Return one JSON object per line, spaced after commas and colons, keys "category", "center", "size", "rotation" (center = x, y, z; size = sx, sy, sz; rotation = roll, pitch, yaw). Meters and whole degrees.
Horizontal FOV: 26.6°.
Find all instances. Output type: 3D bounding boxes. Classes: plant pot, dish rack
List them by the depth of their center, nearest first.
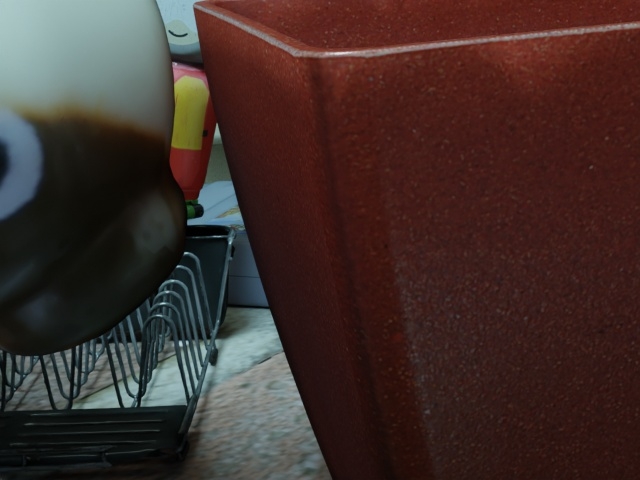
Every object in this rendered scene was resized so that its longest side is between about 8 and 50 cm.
{"category": "plant pot", "center": [0.107, 0.019, 0.533], "size": [0.267, 0.235, 0.267], "rotation": [-7, 14, -11]}
{"category": "dish rack", "center": [-0.158, 0.058, 0.772], "size": [0.208, 0.074, 0.271], "rotation": [-3, 14, 2]}

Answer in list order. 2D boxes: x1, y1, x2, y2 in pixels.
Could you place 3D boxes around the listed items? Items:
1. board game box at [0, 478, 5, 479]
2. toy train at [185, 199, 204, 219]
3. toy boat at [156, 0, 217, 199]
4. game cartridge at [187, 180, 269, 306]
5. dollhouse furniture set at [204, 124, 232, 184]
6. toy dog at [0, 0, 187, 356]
{"category": "board game box", "center": [-0.162, 0.090, 0.414], "size": [0.145, 0.027, 0.281], "rotation": [23, -23, -31]}
{"category": "toy train", "center": [-0.109, -0.016, 0.874], "size": [0.024, 0.017, 0.083], "rotation": [21, 24, 40]}
{"category": "toy boat", "center": [0.004, -0.099, 0.919], "size": [0.318, 0.148, 0.267], "rotation": [0, 9, -44]}
{"category": "game cartridge", "center": [0.000, 0.000, 1.015], "size": [0.297, 0.062, 0.198], "rotation": [2, 11, 18]}
{"category": "dollhouse furniture set", "center": [-0.047, -0.154, 1.291], "size": [0.135, 0.262, 0.259], "rotation": [0, 48, 4]}
{"category": "toy dog", "center": [-0.241, -0.036, 0.617], "size": [0.408, 0.284, 0.395], "rotation": [-8, 0, 43]}
